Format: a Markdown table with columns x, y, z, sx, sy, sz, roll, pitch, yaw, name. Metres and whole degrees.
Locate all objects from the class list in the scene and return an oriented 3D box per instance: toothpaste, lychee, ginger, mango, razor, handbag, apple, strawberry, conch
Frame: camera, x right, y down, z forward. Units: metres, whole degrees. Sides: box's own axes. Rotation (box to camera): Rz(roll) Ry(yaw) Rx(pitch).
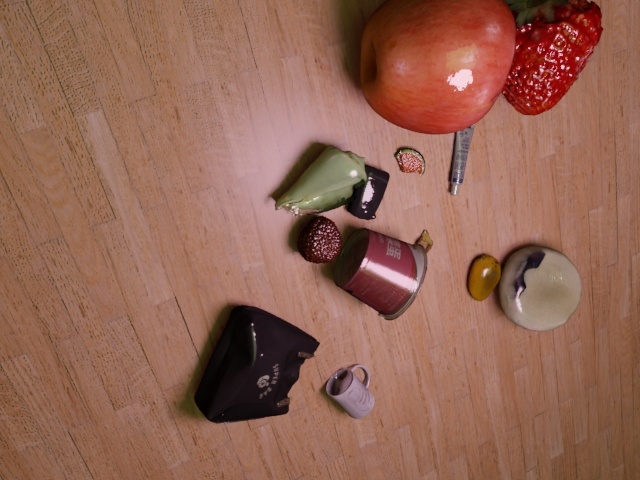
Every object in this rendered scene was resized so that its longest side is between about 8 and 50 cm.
| x | y | z | sx | sy | sz | roll | pitch | yaw | name |
| --- | --- | --- | --- | --- | --- | --- | --- | --- | --- |
| 0.411 | -0.238 | 1.633 | 0.062 | 0.037 | 0.216 | 2 | 102 | -22 | toothpaste |
| -0.002 | -0.002 | 1.499 | 0.123 | 0.123 | 0.128 | -9 | 90 | -20 | lychee |
| 0.305 | 0.037 | 1.678 | 0.058 | 0.044 | 0.137 | 6 | 107 | -42 | ginger |
| 0.523 | 0.125 | 1.778 | 0.103 | 0.076 | 0.160 | -6 | 118 | -27 | mango |
| 0.133 | -0.131 | 1.544 | 0.090 | 0.054 | 0.147 | 16 | 100 | -22 | razor |
| -0.162 | 0.364 | 1.545 | 0.288 | 0.152 | 0.342 | 18 | 100 | -38 | handbag |
| 0.264 | -0.438 | 1.334 | 0.364 | 0.364 | 0.363 | -7 | 109 | -20 | apple |
| 0.595 | -0.526 | 1.491 | 0.292 | 0.292 | 0.310 | -45 | 143 | -3 | strawberry |
| 0.016 | -0.138 | 1.460 | 0.137 | 0.143 | 0.250 | 44 | 103 | 13 | conch |

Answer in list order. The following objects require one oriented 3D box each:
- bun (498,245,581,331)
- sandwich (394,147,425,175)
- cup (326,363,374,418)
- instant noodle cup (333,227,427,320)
| x | y | z | sx | sy | sz | roll | pitch | yaw | name |
| --- | --- | --- | --- | --- | --- | --- | --- | --- | --- |
| 0.692 | 0.155 | 1.810 | 0.284 | 0.179 | 0.283 | 1 | 87 | -15 | bun |
| 0.255 | -0.227 | 1.580 | 0.101 | 0.026 | 0.069 | 6 | 109 | -21 | sandwich |
| 0.106 | 0.457 | 1.701 | 0.136 | 0.099 | 0.133 | -41 | 116 | -5 | cup |
| 0.158 | 0.081 | 1.538 | 0.179 | 0.235 | 0.234 | 26 | 96 | -19 | instant noodle cup |
